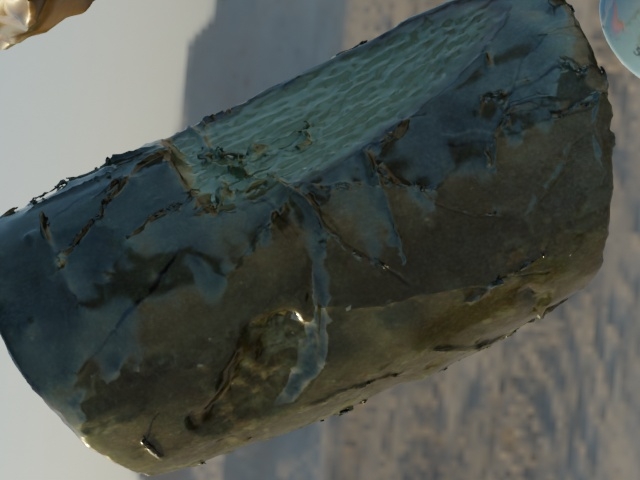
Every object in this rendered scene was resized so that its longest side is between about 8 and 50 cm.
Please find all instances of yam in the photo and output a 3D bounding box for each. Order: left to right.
[{"bbox_3d":[0.000,0.000,0.800,0.154,0.254,0.154,63,178,4],"label":"yam"}]

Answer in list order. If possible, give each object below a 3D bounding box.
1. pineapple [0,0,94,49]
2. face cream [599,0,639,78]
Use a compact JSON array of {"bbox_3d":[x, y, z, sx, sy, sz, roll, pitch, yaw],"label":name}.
[{"bbox_3d":[-0.143,-0.133,0.376,0.125,0.251,0.125,25,-90,-88],"label":"pineapple"},{"bbox_3d":[0.195,-0.148,0.791,0.229,0.075,0.075,123,154,-56],"label":"face cream"}]
